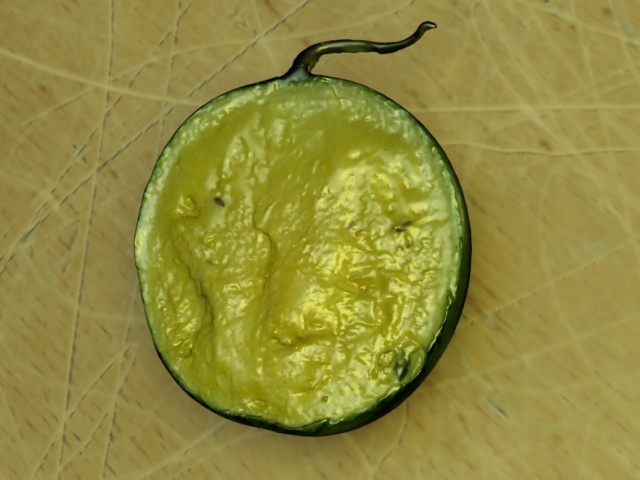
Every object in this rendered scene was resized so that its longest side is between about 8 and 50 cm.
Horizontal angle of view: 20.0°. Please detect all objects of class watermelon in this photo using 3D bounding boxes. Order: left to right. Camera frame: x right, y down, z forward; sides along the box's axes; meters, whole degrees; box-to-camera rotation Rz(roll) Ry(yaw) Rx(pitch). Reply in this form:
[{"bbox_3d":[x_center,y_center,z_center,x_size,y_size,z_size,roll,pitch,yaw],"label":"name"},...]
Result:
[{"bbox_3d":[-0.002,0.008,1.092,0.204,0.127,0.232,-11,73,19],"label":"watermelon"}]
